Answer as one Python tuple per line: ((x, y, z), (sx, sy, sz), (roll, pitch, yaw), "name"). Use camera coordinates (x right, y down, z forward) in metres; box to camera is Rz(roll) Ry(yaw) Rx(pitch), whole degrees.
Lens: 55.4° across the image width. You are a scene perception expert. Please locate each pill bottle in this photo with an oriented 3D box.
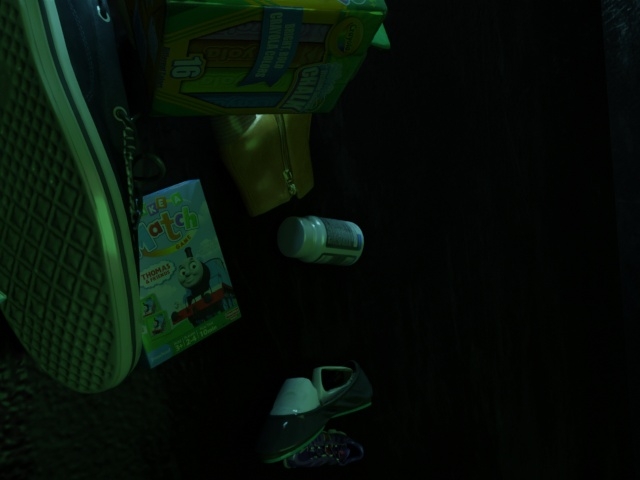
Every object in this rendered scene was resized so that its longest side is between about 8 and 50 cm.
((0.000, 0.000, 1.005), (0.137, 0.078, 0.078), (8, 84, -45), "pill bottle")

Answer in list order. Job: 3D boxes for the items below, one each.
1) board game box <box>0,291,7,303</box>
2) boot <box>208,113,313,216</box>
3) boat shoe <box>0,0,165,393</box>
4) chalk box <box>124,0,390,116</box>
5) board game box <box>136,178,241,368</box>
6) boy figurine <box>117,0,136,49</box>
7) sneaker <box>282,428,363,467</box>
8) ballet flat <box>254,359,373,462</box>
((-0.431, 0.091, 0.497), (0.275, 0.144, 0.142), (-50, 124, -23), "board game box")
((-0.045, -0.185, 0.957), (0.295, 0.104, 0.211), (-40, 123, -32), "boot")
((-0.265, -0.090, 0.648), (0.156, 0.187, 0.500), (-14, 91, -65), "boat shoe")
((-0.050, -0.260, 0.670), (0.289, 0.179, 0.180), (-8, 69, -24), "chalk box")
((-0.205, 0.041, 0.826), (0.160, 0.039, 0.211), (-28, 109, -41), "board game box")
((-0.119, -0.264, 0.803), (0.285, 0.092, 0.177), (3, 72, -19), "boy figurine")
((0.008, 0.347, 1.018), (0.170, 0.071, 0.068), (11, 82, -44), "sneaker")
((-0.015, 0.261, 0.990), (0.280, 0.095, 0.096), (-11, 88, -55), "ballet flat")
